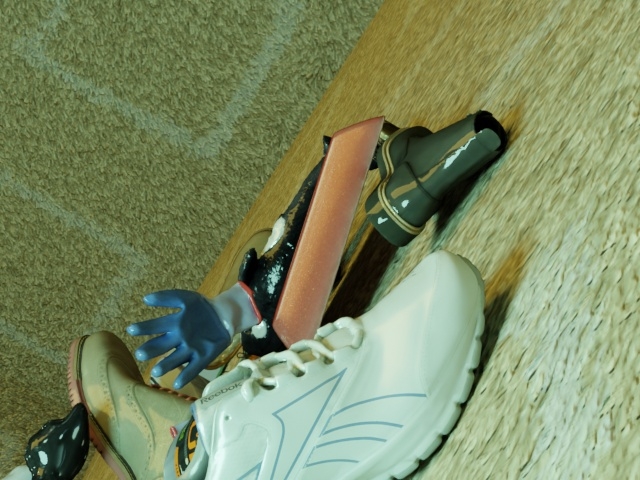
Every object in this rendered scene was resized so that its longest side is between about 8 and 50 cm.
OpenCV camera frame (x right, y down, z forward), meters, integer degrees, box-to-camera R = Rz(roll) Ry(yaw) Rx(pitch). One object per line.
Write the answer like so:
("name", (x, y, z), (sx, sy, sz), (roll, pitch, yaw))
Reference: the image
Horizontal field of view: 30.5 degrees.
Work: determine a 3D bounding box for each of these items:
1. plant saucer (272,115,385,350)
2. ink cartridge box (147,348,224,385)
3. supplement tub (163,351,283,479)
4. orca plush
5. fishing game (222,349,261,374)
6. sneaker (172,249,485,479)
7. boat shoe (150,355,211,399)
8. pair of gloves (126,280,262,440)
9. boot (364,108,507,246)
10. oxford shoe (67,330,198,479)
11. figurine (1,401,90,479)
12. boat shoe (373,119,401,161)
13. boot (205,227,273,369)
("plant saucer", (0.000, 0.000, 1.257), (0.259, 0.047, 0.258), (115, 172, -86))
("ink cartridge box", (-0.235, 0.235, 2.036), (0.154, 0.093, 0.212), (-65, 8, -33))
("supplement tub", (-0.050, 0.170, 0.971), (0.190, 0.117, 0.117), (-51, 12, 52))
("orca plush", (0.001, 0.023, 1.445), (0.287, 0.102, 0.151), (-57, -38, -11))
("fishing game", (-0.103, 0.171, 1.617), (0.264, 0.041, 0.189), (-61, 5, -12))
("sneaker", (-0.007, 0.118, 0.775), (0.297, 0.129, 0.111), (-50, 13, 0))
("boat shoe", (-0.161, 0.226, 1.409), (0.119, 0.121, 0.335), (-60, 14, -3))
("pair of gloves", (-0.092, 0.129, 1.109), (0.159, 0.198, 0.023), (-20, -10, -44))
("boot", (0.120, -0.083, 1.081), (0.137, 0.077, 0.198), (-42, 17, 26))
("oxford shoe", (-0.164, 0.203, 1.239), (0.130, 0.123, 0.348), (-42, 49, 6))
("figurine", (-0.301, 0.292, 1.201), (0.215, 0.092, 0.209), (-47, 25, 49))
("boat shoe", (0.085, -0.116, 1.447), (0.049, 0.056, 0.152), (-63, -3, 9))
("boot", (-0.110, 0.082, 1.723), (0.236, 0.089, 0.269), (-63, 2, -5))
